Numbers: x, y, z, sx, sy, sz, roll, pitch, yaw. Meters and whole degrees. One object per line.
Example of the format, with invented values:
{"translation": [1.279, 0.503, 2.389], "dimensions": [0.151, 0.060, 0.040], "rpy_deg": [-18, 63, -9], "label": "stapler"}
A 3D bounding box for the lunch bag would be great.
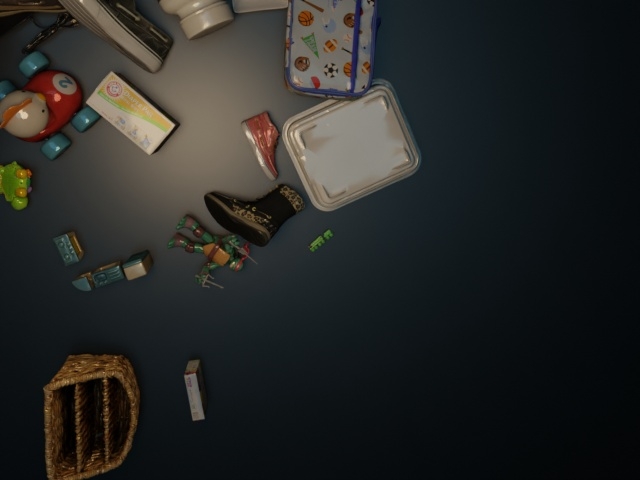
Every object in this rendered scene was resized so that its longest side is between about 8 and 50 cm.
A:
{"translation": [0.032, -0.512, 1.699], "dimensions": [0.243, 0.115, 0.303], "rpy_deg": [5, 92, -5], "label": "lunch bag"}

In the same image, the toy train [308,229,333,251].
{"translation": [0.000, 0.000, 1.871], "dimensions": [0.083, 0.017, 0.023], "rpy_deg": [-39, 93, 3], "label": "toy train"}

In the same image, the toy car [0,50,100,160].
{"translation": [-0.693, -0.323, 1.622], "dimensions": [0.210, 0.238, 0.219], "rpy_deg": [-41, 103, 4], "label": "toy car"}

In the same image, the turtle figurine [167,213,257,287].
{"translation": [-0.287, 0.035, 1.798], "dimensions": [0.234, 0.118, 0.175], "rpy_deg": [32, 105, -1], "label": "turtle figurine"}

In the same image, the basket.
{"translation": [-0.608, 0.482, 1.811], "dimensions": [0.214, 0.223, 0.298], "rpy_deg": [3, 101, -6], "label": "basket"}

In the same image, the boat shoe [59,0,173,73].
{"translation": [-0.500, -0.549, 1.619], "dimensions": [0.335, 0.121, 0.119], "rpy_deg": [40, 76, -47], "label": "boat shoe"}

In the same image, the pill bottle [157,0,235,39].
{"translation": [-0.335, -0.659, 1.616], "dimensions": [0.176, 0.176, 0.318], "rpy_deg": [-25, 104, 0], "label": "pill bottle"}

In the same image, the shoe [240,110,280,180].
{"translation": [-0.137, -0.251, 1.779], "dimensions": [0.081, 0.063, 0.177], "rpy_deg": [-26, 99, 5], "label": "shoe"}

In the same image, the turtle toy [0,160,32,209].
{"translation": [-0.790, -0.142, 1.738], "dimensions": [0.095, 0.066, 0.130], "rpy_deg": [11, 105, 16], "label": "turtle toy"}

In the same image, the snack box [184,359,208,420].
{"translation": [-0.349, 0.420, 1.884], "dimensions": [0.037, 0.100, 0.141], "rpy_deg": [-8, 103, -3], "label": "snack box"}

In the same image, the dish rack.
{"translation": [0.090, -0.251, 1.801], "dimensions": [0.333, 0.072, 0.285], "rpy_deg": [-25, 104, 1], "label": "dish rack"}

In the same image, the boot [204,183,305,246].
{"translation": [-0.177, -0.093, 1.797], "dimensions": [0.179, 0.236, 0.085], "rpy_deg": [-41, 148, -31], "label": "boot"}

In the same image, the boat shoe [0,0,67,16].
{"translation": [-0.681, -0.609, 1.587], "dimensions": [0.356, 0.130, 0.132], "rpy_deg": [-14, 97, 0], "label": "boat shoe"}

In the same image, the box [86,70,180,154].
{"translation": [-0.475, -0.324, 1.706], "dimensions": [0.203, 0.114, 0.103], "rpy_deg": [40, 95, -11], "label": "box"}

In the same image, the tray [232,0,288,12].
{"translation": [-0.167, -0.721, 1.694], "dimensions": [0.145, 0.030, 0.270], "rpy_deg": [-8, 103, -5], "label": "tray"}

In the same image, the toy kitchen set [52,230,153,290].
{"translation": [-0.577, 0.035, 1.769], "dimensions": [0.207, 0.122, 0.166], "rpy_deg": [-20, 103, -1], "label": "toy kitchen set"}

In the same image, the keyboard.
{"translation": [-0.734, -0.574, 1.671], "dimensions": [0.317, 0.033, 0.201], "rpy_deg": [-34, 97, 3], "label": "keyboard"}
